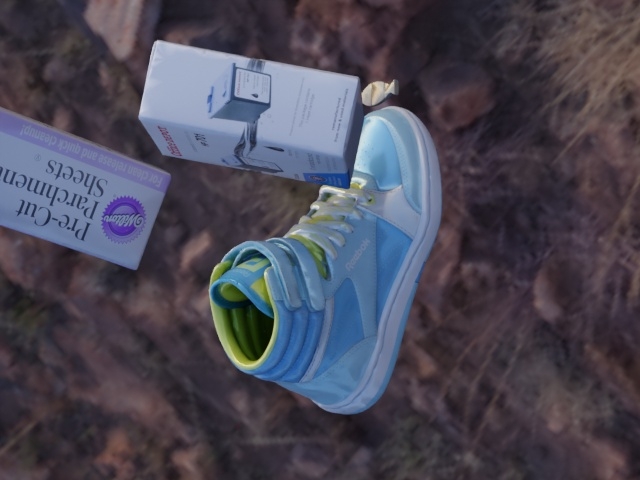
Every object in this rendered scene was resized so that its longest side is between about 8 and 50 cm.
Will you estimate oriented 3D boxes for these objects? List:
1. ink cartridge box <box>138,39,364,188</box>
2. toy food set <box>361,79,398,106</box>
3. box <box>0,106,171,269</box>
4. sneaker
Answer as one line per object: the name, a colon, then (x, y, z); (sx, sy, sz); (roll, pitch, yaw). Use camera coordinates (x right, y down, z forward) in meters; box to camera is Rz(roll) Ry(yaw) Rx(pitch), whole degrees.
ink cartridge box: (-0.060, -0.115, 1.338); (0.191, 0.082, 0.139); (10, 170, 6)
toy food set: (0.051, -0.142, 1.666); (0.122, 0.019, 0.077); (-1, 81, 52)
box: (-0.237, -0.063, 0.791); (0.324, 0.067, 0.063); (22, -179, -35)
sneaker: (0.000, 0.000, 1.405); (0.127, 0.208, 0.318); (2, 77, 47)
